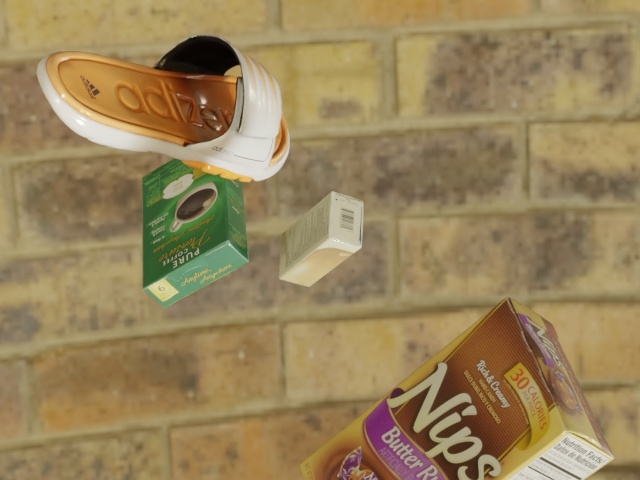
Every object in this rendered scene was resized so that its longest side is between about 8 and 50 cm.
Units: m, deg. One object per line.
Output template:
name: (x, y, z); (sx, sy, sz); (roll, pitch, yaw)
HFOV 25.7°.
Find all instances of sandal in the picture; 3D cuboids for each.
sandal: (-0.090, -0.107, 1.046); (0.076, 0.102, 0.265); (-38, 159, 28)

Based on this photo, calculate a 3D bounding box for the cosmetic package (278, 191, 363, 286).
cosmetic package: (0.000, 0.000, 1.513); (0.041, 0.060, 0.115); (17, 150, -24)

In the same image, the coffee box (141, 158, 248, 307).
coffee box: (-0.135, -0.024, 1.487); (0.113, 0.040, 0.184); (-29, -141, 17)

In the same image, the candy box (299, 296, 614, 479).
candy box: (0.077, 0.134, 0.858); (0.053, 0.187, 0.109); (32, -153, -38)
